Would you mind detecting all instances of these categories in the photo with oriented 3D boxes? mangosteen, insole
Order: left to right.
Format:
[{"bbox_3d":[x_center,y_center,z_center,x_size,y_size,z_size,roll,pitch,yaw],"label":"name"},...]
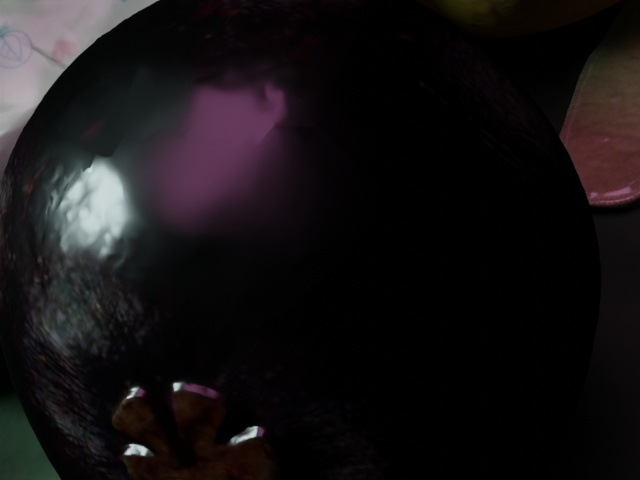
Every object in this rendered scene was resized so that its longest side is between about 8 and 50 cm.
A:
[{"bbox_3d":[0.000,0.000,0.775,0.275,0.275,0.302,-5,32,22],"label":"mangosteen"},{"bbox_3d":[0.189,-0.115,0.945,0.081,0.011,0.248,6,56,30],"label":"insole"}]

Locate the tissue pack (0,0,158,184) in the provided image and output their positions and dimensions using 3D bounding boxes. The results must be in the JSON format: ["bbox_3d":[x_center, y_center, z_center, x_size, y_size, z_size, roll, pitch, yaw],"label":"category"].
[{"bbox_3d":[-0.139,-0.063,0.912,0.271,0.201,0.124,-35,73,-13],"label":"tissue pack"}]

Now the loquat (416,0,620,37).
[{"bbox_3d":[0.078,-0.236,0.932,0.274,0.275,0.275,-13,49,15],"label":"loquat"}]

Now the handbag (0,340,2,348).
[{"bbox_3d":[-0.209,0.034,1.000,0.083,0.027,0.061,12,58,31],"label":"handbag"}]
